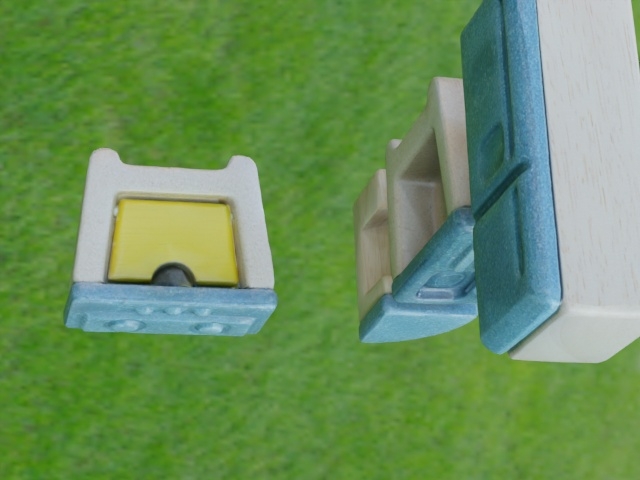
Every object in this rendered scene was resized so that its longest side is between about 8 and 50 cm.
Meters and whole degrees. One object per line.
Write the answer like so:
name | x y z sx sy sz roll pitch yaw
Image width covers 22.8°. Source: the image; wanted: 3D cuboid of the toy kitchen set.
toy kitchen set | 0.000 0.000 0.572 0.166 0.207 0.122 3 68 -14
